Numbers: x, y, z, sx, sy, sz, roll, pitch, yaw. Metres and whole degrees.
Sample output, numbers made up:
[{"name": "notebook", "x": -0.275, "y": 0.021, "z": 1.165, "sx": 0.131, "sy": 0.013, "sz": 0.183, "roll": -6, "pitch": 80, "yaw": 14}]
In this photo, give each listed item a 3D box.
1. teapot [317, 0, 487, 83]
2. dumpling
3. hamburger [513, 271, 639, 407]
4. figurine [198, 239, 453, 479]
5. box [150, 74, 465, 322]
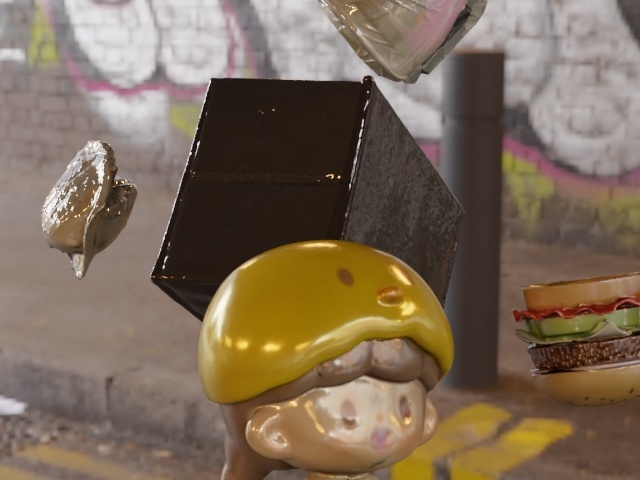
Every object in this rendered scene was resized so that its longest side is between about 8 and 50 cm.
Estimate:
[{"name": "teapot", "x": 0.120, "y": -0.287, "z": 1.695, "sx": 0.178, "sy": 0.221, "sz": 0.163, "roll": -39, "pitch": 33, "yaw": 12}, {"name": "dumpling", "x": -0.276, "y": -0.044, "z": 1.664, "sx": 0.150, "sy": 0.092, "sz": 0.176, "roll": -30, "pitch": 26, "yaw": 48}, {"name": "hamburger", "x": 0.287, "y": 0.105, "z": 1.422, "sx": 0.175, "sy": 0.137, "sz": 0.175, "roll": -8, "pitch": -4, "yaw": -1}, {"name": "figurine", "x": 0.007, "y": 0.169, "z": 1.070, "sx": 0.215, "sy": 0.344, "sz": 0.187, "roll": 11, "pitch": -17, "yaw": -41}, {"name": "box", "x": 0.001, "y": 0.000, "z": 1.530, "sx": 0.204, "sy": 0.251, "sz": 0.345, "roll": 4, "pitch": -23, "yaw": 25}]
